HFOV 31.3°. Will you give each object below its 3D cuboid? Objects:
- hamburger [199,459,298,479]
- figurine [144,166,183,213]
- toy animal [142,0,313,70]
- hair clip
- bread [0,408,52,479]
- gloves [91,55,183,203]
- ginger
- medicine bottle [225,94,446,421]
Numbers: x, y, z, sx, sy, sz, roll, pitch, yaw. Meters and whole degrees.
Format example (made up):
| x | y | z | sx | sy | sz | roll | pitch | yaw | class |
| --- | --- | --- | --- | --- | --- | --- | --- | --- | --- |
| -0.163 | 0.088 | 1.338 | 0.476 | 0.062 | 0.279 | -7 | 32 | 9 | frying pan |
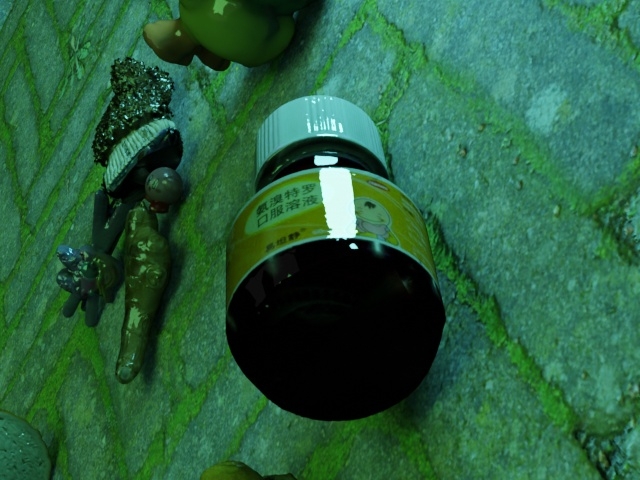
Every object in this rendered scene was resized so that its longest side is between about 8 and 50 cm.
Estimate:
| x | y | z | sx | sy | sz | roll | pitch | yaw | class |
| --- | --- | --- | --- | --- | --- | --- | --- | --- | --- |
| -0.055 | 0.361 | 1.293 | 0.157 | 0.144 | 0.283 | -50 | 39 | 18 | hamburger |
| -0.273 | -0.093 | 1.985 | 0.083 | 0.067 | 0.071 | 38 | 118 | 47 | figurine |
| -0.108 | -0.383 | 1.786 | 0.338 | 0.216 | 0.191 | -44 | 66 | 31 | toy animal |
| -0.417 | 0.018 | 2.111 | 0.090 | 0.137 | 0.278 | 26 | -95 | -85 | hair clip |
| -0.598 | 0.412 | 2.046 | 0.070 | 0.236 | 0.236 | -19 | 56 | 54 | bread |
| -0.340 | -0.215 | 2.104 | 0.210 | 0.135 | 0.312 | -63 | 27 | 23 | gloves |
| -0.300 | 0.080 | 1.913 | 0.148 | 0.081 | 0.334 | -22 | 58 | 53 | ginger |
| 0.000 | 0.000 | 1.329 | 0.242 | 0.242 | 0.395 | -53 | 27 | 25 | medicine bottle |
